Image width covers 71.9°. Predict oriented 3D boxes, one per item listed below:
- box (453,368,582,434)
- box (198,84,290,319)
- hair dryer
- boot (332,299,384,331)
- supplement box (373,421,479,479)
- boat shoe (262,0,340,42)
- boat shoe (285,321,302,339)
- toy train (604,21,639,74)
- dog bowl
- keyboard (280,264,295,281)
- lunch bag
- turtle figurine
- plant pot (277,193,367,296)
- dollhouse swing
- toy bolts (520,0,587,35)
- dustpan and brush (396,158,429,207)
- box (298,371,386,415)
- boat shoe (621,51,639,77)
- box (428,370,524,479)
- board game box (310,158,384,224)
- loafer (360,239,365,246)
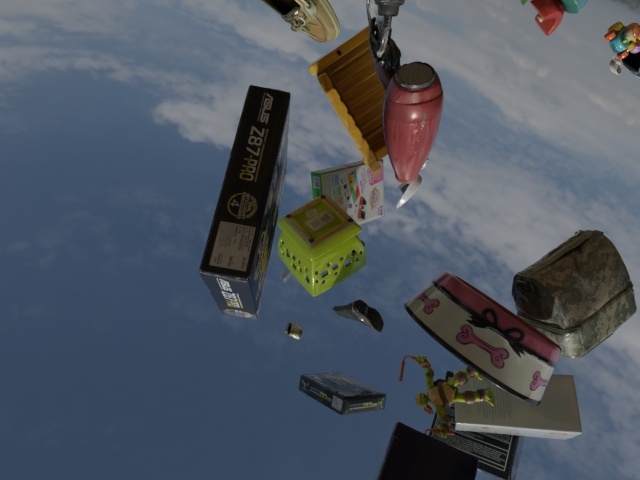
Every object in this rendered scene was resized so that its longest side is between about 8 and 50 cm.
[{"bbox_3d":[0.607,0.524,1.411,0.345,0.215,0.168,-1,-118,15],"label":"box"},{"bbox_3d":[-0.142,-0.062,0.922,0.097,0.318,0.394,10,-113,-4],"label":"box"},{"bbox_3d":[0.121,-0.226,0.638,0.080,0.293,0.223,-6,-164,5],"label":"hair dryer"},{"bbox_3d":[0.159,0.314,1.826,0.198,0.137,0.076,47,-132,-26],"label":"boot"},{"bbox_3d":[0.217,0.623,1.056,0.195,0.356,0.194,20,-130,17],"label":"supplement box"},{"bbox_3d":[-0.080,-0.506,0.921,0.285,0.105,0.089,33,-104,-28],"label":"boat shoe"},{"bbox_3d":[-0.112,0.344,1.706,0.048,0.056,0.153,17,-179,-17],"label":"boat shoe"},{"bbox_3d":[0.630,-0.375,0.869,0.166,0.046,0.125,-8,-95,-30],"label":"toy train"},{"bbox_3d":[0.430,0.232,1.162,0.408,0.150,0.408,34,-172,-5],"label":"dog bowl"},{"bbox_3d":[-0.068,0.058,1.746,0.014,0.256,0.072,42,176,-16],"label":"keyboard"},{"bbox_3d":[0.713,0.138,1.259,0.305,0.256,0.212,-28,-162,-15],"label":"lunch bag"},{"bbox_3d":[0.345,0.424,1.189,0.087,0.217,0.269,22,-132,-58],"label":"turtle figurine"},{"bbox_3d":[0.000,0.000,1.413,0.228,0.207,0.227,-30,-125,-20],"label":"plant pot"},{"bbox_3d":[0.163,-0.416,1.278,0.346,0.315,0.305,56,178,-21],"label":"dollhouse swing"},{"bbox_3d":[0.556,-0.643,1.049,0.218,0.158,0.228,7,-125,-59],"label":"toy bolts"},{"bbox_3d":[0.339,-0.224,1.610,0.060,0.211,0.147,36,-130,-12],"label":"dustpan and brush"},{"bbox_3d":[0.069,0.493,1.439,0.183,0.059,0.233,11,178,-37],"label":"box"},{"bbox_3d":[0.786,-0.417,1.037,0.076,0.080,0.228,27,-149,-8],"label":"boat shoe"},{"bbox_3d":[0.586,0.683,1.626,0.296,0.183,0.294,9,-115,35],"label":"box"},{"bbox_3d":[0.114,-0.172,1.704,0.317,0.242,0.064,-18,-156,-35],"label":"board game box"},{"bbox_3d":[0.142,0.003,1.912,0.061,0.062,0.170,-33,-157,-24],"label":"loafer"}]
